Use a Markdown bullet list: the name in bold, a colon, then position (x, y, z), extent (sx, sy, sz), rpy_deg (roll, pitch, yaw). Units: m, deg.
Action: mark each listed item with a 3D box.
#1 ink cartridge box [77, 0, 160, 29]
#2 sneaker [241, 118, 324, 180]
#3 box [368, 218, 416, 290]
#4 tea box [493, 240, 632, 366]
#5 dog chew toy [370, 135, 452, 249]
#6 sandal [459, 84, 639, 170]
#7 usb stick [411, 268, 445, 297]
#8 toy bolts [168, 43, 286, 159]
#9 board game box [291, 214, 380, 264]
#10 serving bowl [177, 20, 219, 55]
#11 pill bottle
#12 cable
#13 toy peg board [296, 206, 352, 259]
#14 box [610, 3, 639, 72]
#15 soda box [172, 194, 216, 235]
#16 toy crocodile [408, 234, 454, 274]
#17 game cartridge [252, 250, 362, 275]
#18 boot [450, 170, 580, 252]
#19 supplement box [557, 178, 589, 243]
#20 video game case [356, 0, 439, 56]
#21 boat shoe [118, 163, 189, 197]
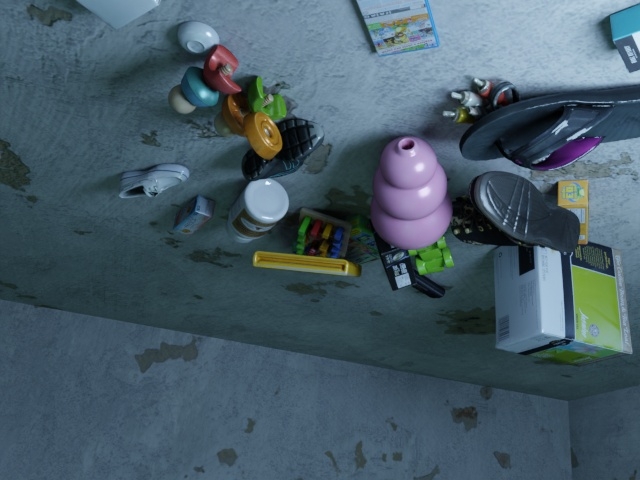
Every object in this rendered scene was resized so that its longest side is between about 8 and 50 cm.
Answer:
- **ink cartridge box**: position (-0.365, -0.487, 1.010), extent (0.239, 0.060, 0.275), rpy_deg (-11, 150, 37)
- **sneaker**: position (-0.078, -0.219, 1.512), extent (0.106, 0.101, 0.267), rpy_deg (0, 166, -46)
- **box**: position (0.213, 0.034, 1.829), extent (0.078, 0.147, 0.180), rpy_deg (-19, 135, 3)
- **tea box**: position (0.712, 0.174, 1.855), extent (0.324, 0.328, 0.220), rpy_deg (15, 154, -16)
- **dog chew toy**: position (0.215, -0.121, 1.509), extent (0.207, 0.206, 0.331), rpy_deg (1, 147, 12)
- **sandal**: position (0.507, -0.216, 1.246), extent (0.446, 0.107, 0.167), rpy_deg (-9, 152, 11)
- **usb stick**: position (0.352, 0.147, 2.232), extent (0.077, 0.045, 0.278), rpy_deg (-6, 154, 42)
- **toy bolts**: position (-0.199, -0.258, 1.286), extent (0.159, 0.218, 0.228), rpy_deg (-25, 140, 26)
- **board game box**: position (0.088, 0.016, 2.012), extent (0.214, 0.046, 0.317), rpy_deg (24, 151, -35)
- **serving bowl**: position (-0.242, -0.391, 1.224), extent (0.084, 0.027, 0.083), rpy_deg (6, 156, 3)
- **pill bottle**: position (-0.190, -0.076, 1.776), extent (0.131, 0.131, 0.229), rpy_deg (16, 154, -20)
- **cable**: position (0.400, -0.272, 1.323), extent (0.287, 0.072, 0.139), rpy_deg (9, 141, -35)
- **toy peg board**: position (0.000, 0.000, 1.879), extent (0.161, 0.079, 0.161), rpy_deg (19, 145, 7)
- **box**: position (0.618, -0.365, 1.019), extent (0.244, 0.060, 0.101), rpy_deg (-13, 149, 37)
- **soda box**: position (-0.390, -0.075, 1.917), extent (0.063, 0.058, 0.183), rpy_deg (21, 151, -28)
- **toy crocodile**: position (0.327, 0.015, 1.894), extent (0.115, 0.105, 0.340), rpy_deg (-17, 147, 13)
- **game cartridge**: position (-0.030, 0.076, 1.936), extent (0.286, 0.052, 0.324), rpy_deg (5, 178, 11)
- **boot**: position (0.429, -0.065, 1.554), extent (0.378, 0.138, 0.284), rpy_deg (17, 173, -34)
- **supplement box**: position (0.664, -0.071, 1.635), extent (0.080, 0.078, 0.233), rpy_deg (1, 154, 21)
- **video game case**: position (0.140, -0.400, 1.122), extent (0.119, 0.015, 0.166), rpy_deg (-4, 153, 21)
- **boat shoe**: position (-0.465, -0.155, 1.740), extent (0.226, 0.075, 0.083), rpy_deg (-7, 153, 27)
